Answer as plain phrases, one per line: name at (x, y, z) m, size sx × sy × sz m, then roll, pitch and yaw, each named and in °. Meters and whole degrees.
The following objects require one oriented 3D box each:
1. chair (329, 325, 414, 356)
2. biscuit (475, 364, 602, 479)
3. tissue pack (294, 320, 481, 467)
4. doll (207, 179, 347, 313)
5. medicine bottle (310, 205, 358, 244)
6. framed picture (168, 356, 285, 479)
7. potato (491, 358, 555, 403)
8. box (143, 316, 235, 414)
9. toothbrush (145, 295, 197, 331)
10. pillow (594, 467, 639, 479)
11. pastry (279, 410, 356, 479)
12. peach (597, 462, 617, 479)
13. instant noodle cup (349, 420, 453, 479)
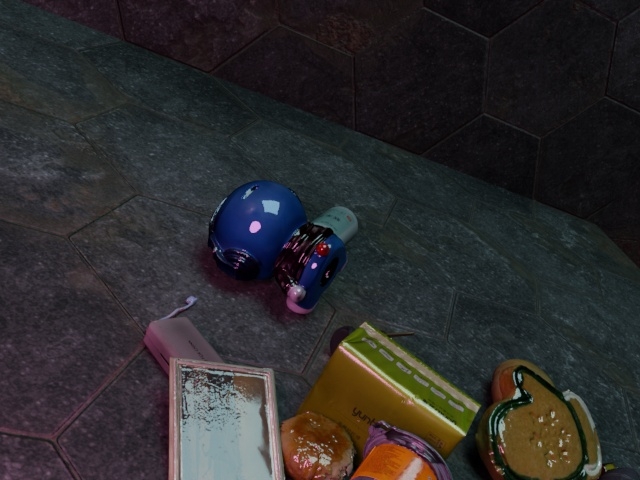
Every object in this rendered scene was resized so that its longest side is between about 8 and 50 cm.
chair at (0.104, 0.240, 1.757) m, size 0.095 × 0.104 × 0.222 m, roll 16°, pitch 4°, yaw 44°
biscuit at (0.476, 0.407, 1.696) m, size 0.344 × 0.057 × 0.287 m, roll 2°, pitch 65°, yaw -34°
tissue pack at (0.126, 0.321, 1.473) m, size 0.275 × 0.200 × 0.167 m, roll 35°, pitch 23°, yaw 12°
doll at (-0.107, -0.002, 1.810) m, size 0.310 × 0.240 × 0.284 m, roll 30°, pitch 52°, yaw 16°
medicine bottle at (0.000, 0.000, 2.081) m, size 0.110 × 0.110 × 0.352 m, roll 33°, pitch 24°, yaw 9°
framed picture at (-0.157, 0.308, 1.306) m, size 0.197 × 0.014 × 0.252 m, roll 11°, pitch 45°, yaw -22°
potato at (0.495, 0.368, 1.886) m, size 0.150 × 0.146 × 0.234 m, roll 60°, pitch 20°, yaw -13°
box at (-0.223, 0.239, 1.430) m, size 0.103 × 0.055 × 0.244 m, roll -2°, pitch 38°, yaw -50°
toothbrush at (-0.299, 0.148, 1.576) m, size 0.019 × 0.013 × 0.193 m, roll 27°, pitch 23°, yaw 11°
pillow at (0.576, 0.549, 1.533) m, size 0.093 × 0.161 × 0.335 m, roll 40°, pitch 18°, yaw 5°
pastry at (-0.012, 0.369, 1.373) m, size 0.153 × 0.081 × 0.153 m, roll 25°, pitch 28°, yaw -14°
peach at (0.656, 0.541, 1.809) m, size 0.077 × 0.050 × 0.083 m, roll 49°, pitch 31°, yaw -12°
instant noodle cup at (0.120, 0.426, 1.322) m, size 0.208 × 0.177 × 0.125 m, roll 48°, pitch 40°, yaw 9°
